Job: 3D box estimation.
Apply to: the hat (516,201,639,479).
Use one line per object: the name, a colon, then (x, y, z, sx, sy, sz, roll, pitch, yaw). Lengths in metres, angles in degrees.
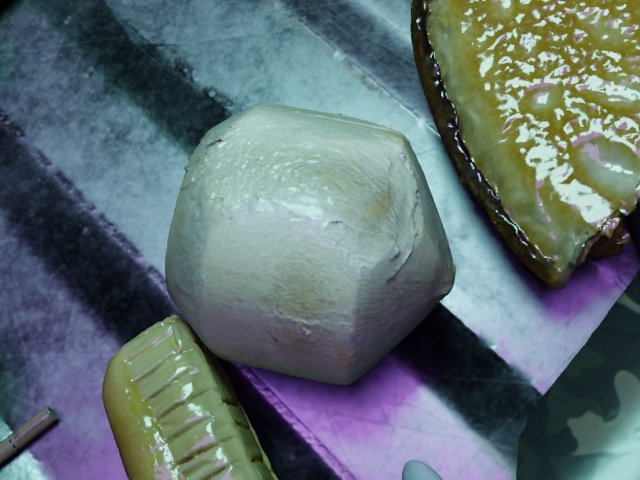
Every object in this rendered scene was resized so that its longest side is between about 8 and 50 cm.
hat: (0.361, 0.134, 0.671, 0.366, 0.257, 0.382, 39, 59, 20)

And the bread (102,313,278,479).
bread: (-0.113, 0.191, 0.731, 0.106, 0.140, 0.236, -29, 65, -1)

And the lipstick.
lipstick: (-0.306, 0.202, 0.815, 0.094, 0.019, 0.019, -39, 70, -8)

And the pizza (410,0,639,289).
pizza: (0.238, -0.218, 0.837, 0.392, 0.080, 0.435, 40, 84, 24)

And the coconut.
coconut: (0.000, 0.000, 0.741, 0.248, 0.245, 0.244, 10, 71, 6)

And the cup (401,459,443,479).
cup: (0.048, 0.319, 0.616, 0.168, 0.173, 0.299, 12, 102, -15)
